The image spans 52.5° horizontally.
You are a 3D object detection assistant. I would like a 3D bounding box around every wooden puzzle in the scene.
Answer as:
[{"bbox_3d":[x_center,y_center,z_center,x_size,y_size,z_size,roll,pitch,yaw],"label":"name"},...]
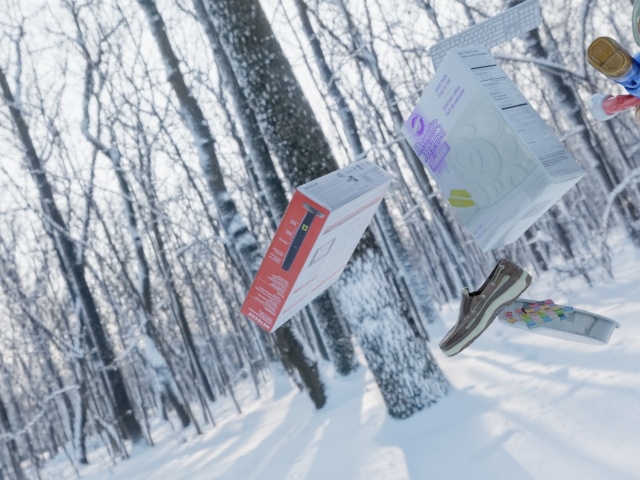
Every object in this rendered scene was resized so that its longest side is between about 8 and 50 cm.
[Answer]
[{"bbox_3d":[0.276,0.092,0.815,0.083,0.006,0.049,-15,22,-1],"label":"wooden puzzle"}]

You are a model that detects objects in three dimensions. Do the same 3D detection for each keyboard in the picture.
[{"bbox_3d":[0.362,-0.448,1.423,0.256,0.014,0.072,-24,-49,4],"label":"keyboard"}]

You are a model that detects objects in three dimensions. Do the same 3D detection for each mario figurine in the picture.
[{"bbox_3d":[0.572,-0.305,1.147,0.198,0.170,0.321,15,-2,39],"label":"mario figurine"}]

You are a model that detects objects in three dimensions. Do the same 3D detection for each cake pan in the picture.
[{"bbox_3d":[0.561,0.197,1.562,0.293,0.054,0.293,13,-9,2],"label":"cake pan"}]

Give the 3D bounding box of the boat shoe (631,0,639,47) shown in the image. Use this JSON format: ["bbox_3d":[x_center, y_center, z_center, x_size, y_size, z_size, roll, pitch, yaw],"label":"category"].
[{"bbox_3d":[0.685,-0.497,1.298,0.069,0.081,0.227,-22,-49,-15],"label":"boat shoe"}]

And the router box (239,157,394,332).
[{"bbox_3d":[0.000,0.000,1.353,0.335,0.082,0.301,-32,-27,-60],"label":"router box"}]

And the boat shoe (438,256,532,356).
[{"bbox_3d":[0.345,0.142,1.440,0.257,0.095,0.095,-46,-3,4],"label":"boat shoe"}]

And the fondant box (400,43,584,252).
[{"bbox_3d":[0.318,-0.177,1.264,0.096,0.330,0.238,-16,-25,-29],"label":"fondant box"}]
